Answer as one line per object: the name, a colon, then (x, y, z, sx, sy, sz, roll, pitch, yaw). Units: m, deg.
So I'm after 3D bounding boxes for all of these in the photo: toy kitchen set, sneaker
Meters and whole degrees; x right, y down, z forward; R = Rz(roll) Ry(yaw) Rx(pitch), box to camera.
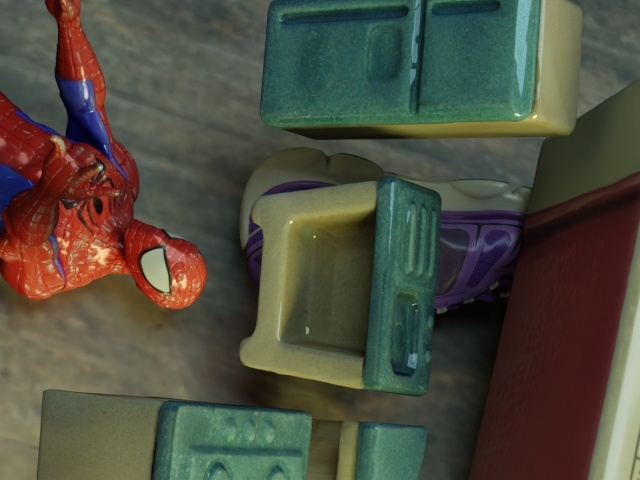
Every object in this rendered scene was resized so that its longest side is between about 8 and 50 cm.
toy kitchen set: (0.000, 0.000, 0.674, 0.166, 0.122, 0.207, 13, 79, -57)
sneaker: (0.047, 0.012, 0.813, 0.170, 0.068, 0.071, 9, 72, -8)

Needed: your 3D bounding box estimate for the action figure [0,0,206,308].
action figure: (-0.151, -0.075, 0.730, 0.280, 0.139, 0.091, 36, 54, -1)

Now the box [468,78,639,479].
box: (0.150, 0.072, 0.725, 0.149, 0.127, 0.232, 18, 74, -13)
